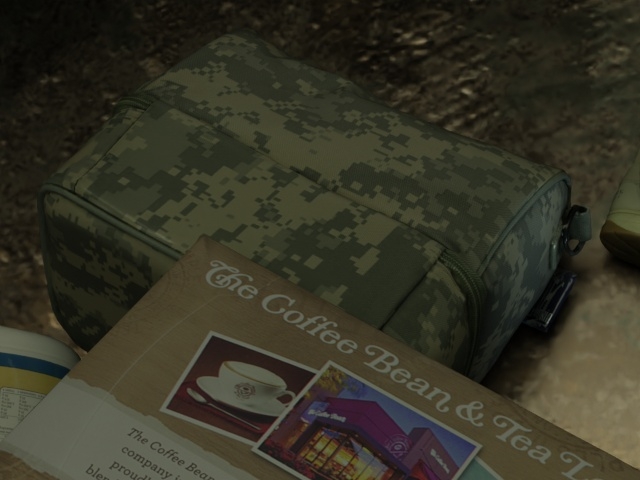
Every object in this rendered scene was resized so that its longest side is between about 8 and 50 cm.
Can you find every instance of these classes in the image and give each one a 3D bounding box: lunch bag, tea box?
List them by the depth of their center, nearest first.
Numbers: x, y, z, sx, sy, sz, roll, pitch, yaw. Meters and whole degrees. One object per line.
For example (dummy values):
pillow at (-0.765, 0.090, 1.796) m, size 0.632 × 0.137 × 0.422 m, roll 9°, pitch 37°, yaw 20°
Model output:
tea box at (-0.001, 0.230, 0.981) m, size 0.329 × 0.323 × 0.220 m, roll 27°, pitch 51°, yaw 20°
lunch bag at (0.000, 0.000, 1.158) m, size 0.305 × 0.212 × 0.256 m, roll 27°, pitch 58°, yaw 19°

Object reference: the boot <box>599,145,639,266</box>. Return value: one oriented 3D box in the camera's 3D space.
boot at (0.318, -0.045, 1.184) m, size 0.213 × 0.077 × 0.165 m, roll 14°, pitch 71°, yaw 16°

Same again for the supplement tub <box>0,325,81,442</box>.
supplement tub at (-0.240, 0.170, 1.175) m, size 0.144 × 0.144 × 0.199 m, roll -3°, pitch 69°, yaw 10°
